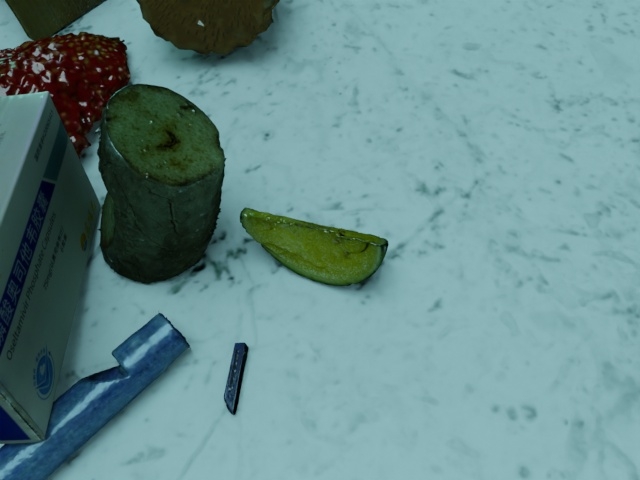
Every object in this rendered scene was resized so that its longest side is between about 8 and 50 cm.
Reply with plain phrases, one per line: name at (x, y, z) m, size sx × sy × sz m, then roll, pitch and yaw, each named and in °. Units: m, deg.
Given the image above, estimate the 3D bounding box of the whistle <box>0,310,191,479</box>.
whistle at (-0.276, 0.201, 0.766) m, size 0.304 × 0.062 × 0.062 m, roll -42°, pitch 65°, yaw -17°

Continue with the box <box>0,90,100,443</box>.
box at (-0.328, 0.021, 0.760) m, size 0.065 × 0.200 × 0.343 m, roll -4°, pitch 49°, yaw 2°

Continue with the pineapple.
pineapple at (-0.154, -0.460, 1.059) m, size 0.222 × 0.223 × 0.357 m, roll -2°, pitch 51°, yaw 5°

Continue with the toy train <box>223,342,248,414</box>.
toy train at (-0.098, 0.158, 0.796) m, size 0.017 × 0.017 × 0.083 m, roll 3°, pitch 61°, yaw 10°

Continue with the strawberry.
strawberry at (-0.417, -0.224, 0.982) m, size 0.233 × 0.138 × 0.306 m, roll 16°, pitch 65°, yaw 16°

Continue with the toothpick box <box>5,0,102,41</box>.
toothpick box at (-0.502, -0.500, 1.125) m, size 0.187 × 0.190 × 0.308 m, roll -42°, pitch 61°, yaw -15°

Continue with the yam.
yam at (-0.190, -0.055, 0.821) m, size 0.154 × 0.254 × 0.154 m, roll 9°, pitch 57°, yaw -15°

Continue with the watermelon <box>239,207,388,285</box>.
watermelon at (0.004, -0.005, 0.840) m, size 0.181 × 0.092 × 0.075 m, roll 12°, pitch 48°, yaw 22°
